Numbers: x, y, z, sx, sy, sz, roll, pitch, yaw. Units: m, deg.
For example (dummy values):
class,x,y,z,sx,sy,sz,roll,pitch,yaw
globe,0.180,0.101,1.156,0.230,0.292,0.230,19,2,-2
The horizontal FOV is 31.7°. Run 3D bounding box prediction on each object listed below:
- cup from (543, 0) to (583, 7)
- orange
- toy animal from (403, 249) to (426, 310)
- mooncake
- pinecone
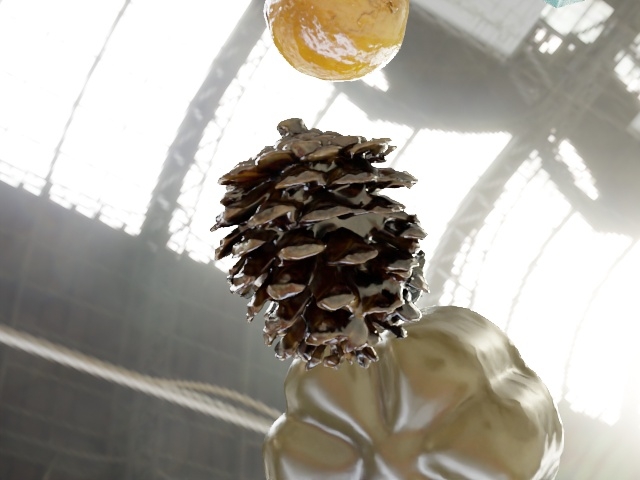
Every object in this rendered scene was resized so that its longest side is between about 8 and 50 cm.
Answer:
class,x,y,z,sx,sy,sz,roll,pitch,yaw
cup,0.424,-0.526,1.916,0.134,0.235,0.148,4,-122,1
orange,0.025,-0.343,1.699,0.219,0.219,0.193,62,-179,43
toy animal,0.133,0.051,2.377,0.245,0.146,0.114,41,-125,-1
mooncake,0.149,0.335,1.847,0.467,0.467,0.262,45,-162,17
pinecone,0.000,0.000,1.167,0.224,0.224,0.272,2,-105,-51
